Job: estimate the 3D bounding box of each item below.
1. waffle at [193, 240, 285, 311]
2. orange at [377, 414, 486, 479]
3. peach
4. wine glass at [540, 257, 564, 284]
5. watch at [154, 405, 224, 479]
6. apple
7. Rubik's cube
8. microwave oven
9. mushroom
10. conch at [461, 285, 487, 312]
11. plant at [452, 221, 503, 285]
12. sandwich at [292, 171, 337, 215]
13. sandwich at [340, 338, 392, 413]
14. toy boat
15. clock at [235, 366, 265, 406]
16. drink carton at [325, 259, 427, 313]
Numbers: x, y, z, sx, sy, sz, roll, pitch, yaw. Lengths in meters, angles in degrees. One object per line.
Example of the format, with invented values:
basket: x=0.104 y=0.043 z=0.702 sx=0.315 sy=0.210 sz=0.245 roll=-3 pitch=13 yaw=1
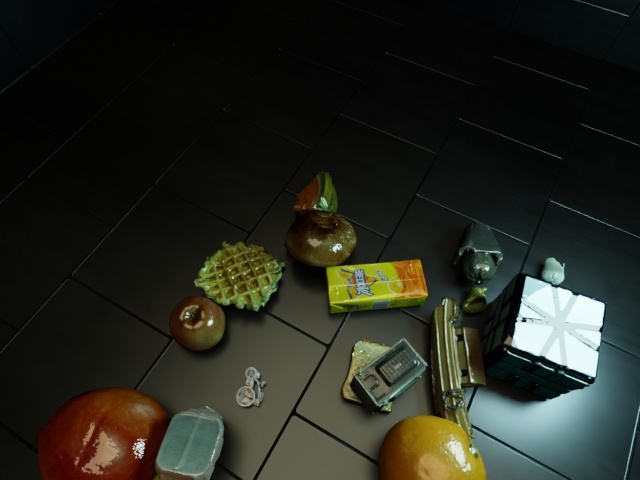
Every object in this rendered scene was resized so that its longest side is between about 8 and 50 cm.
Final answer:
waffle: x=-0.293 y=0.127 z=1.663 sx=0.297 sy=0.073 sz=0.317 roll=17 pitch=45 yaw=8
orange: x=0.310 y=0.652 z=1.271 sx=0.312 sy=0.312 sz=0.312 roll=0 pitch=61 yaw=0
peach: x=-0.617 y=0.598 z=1.304 sx=0.373 sy=0.290 sz=0.372 roll=4 pitch=61 yaw=-8
wine glass: x=0.855 y=0.161 z=1.672 sx=0.079 sy=0.079 sz=0.195 roll=18 pitch=64 yaw=10
watch: x=-0.367 y=0.618 z=1.320 sx=0.162 sy=0.241 sz=0.253 roll=13 pitch=45 yaw=3
apple: x=-0.422 y=0.283 z=1.548 sx=0.188 sy=0.174 sz=0.188 roll=1 pitch=63 yaw=-1
Rubik's cube: x=0.707 y=0.316 z=1.472 sx=0.289 sy=0.283 sz=0.293 roll=20 pitch=61 yaw=9
microwave oven: x=0.212 y=0.427 z=1.403 sx=0.205 sy=0.163 sz=0.129 roll=-33 pitch=69 yaw=-19
mushroom: x=-0.005 y=-0.013 z=1.690 sx=0.278 sy=0.163 sz=0.297 roll=7 pitch=28 yaw=15
conch: x=0.566 y=0.218 z=1.641 sx=0.121 sy=0.074 sz=0.089 roll=-47 pitch=31 yaw=0
plant: x=0.591 y=0.053 z=1.700 sx=0.165 sy=0.141 sz=0.256 roll=13 pitch=50 yaw=7
sandwich: x=-0.018 y=-0.177 z=1.852 sx=0.160 sy=0.109 sz=0.184 roll=-12 pitch=55 yaw=24
sandwich: x=0.175 y=0.454 z=1.516 sx=0.186 sy=0.065 sz=0.214 roll=13 pitch=62 yaw=7
toy boat: x=0.458 y=0.415 z=1.498 sx=0.162 sy=0.136 sz=0.445 roll=-9 pitch=60 yaw=23
clock: x=-0.230 y=0.492 z=1.507 sx=0.087 sy=0.041 sz=0.129 roll=8 pitch=66 yaw=9
drink carton: x=0.197 y=0.168 z=1.652 sx=0.352 sy=0.111 sz=0.154 roll=-5 pitch=60 yaw=-1
